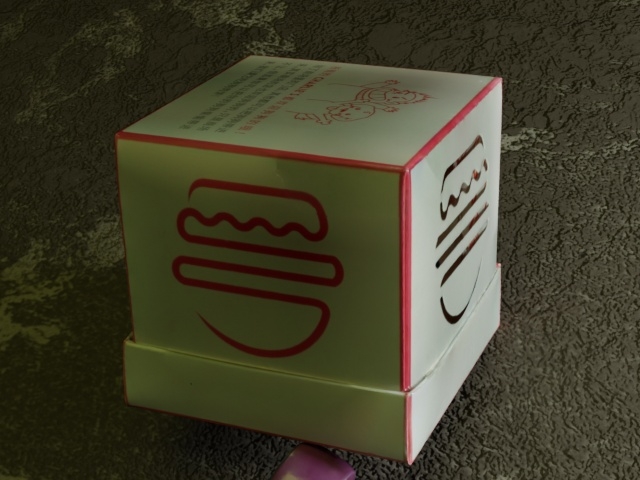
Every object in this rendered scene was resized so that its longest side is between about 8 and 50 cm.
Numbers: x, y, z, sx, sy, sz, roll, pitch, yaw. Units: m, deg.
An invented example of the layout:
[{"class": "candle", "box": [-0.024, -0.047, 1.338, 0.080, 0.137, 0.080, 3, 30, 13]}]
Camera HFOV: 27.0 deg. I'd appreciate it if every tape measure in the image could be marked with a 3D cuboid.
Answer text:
[{"class": "tape measure", "box": [-0.019, 0.258, 1.279, 0.074, 0.125, 0.118, 32, 61, 13]}]

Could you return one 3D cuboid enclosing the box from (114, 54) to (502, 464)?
[{"class": "box", "box": [0.000, 0.000, 1.348, 0.312, 0.300, 0.314, 8, 25, 22]}]
